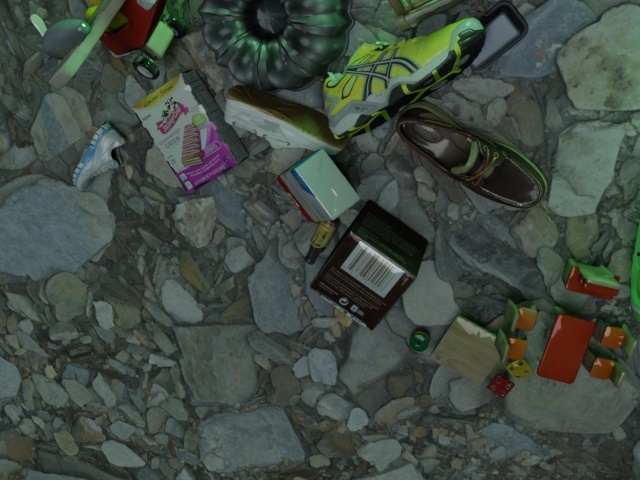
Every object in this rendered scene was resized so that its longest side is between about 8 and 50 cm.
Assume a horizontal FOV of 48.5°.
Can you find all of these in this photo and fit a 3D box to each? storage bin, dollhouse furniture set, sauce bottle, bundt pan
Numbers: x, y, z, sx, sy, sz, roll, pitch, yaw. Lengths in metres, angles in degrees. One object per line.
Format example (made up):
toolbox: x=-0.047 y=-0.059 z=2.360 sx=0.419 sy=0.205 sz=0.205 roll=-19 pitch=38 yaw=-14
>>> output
storage bin: x=0.321 y=-0.391 z=1.358 sx=0.135 sy=0.091 sz=0.098 roll=-37 pitch=98 yaw=25
dollhouse furniture set: x=0.530 y=0.180 z=1.485 sx=0.262 sy=0.135 sz=0.259 roll=13 pitch=108 yaw=1
sauce bottle: x=0.000 y=0.000 z=1.637 sx=0.042 sy=0.042 sz=0.128 roll=28 pitch=115 yaw=4
bundt pan: x=-0.103 y=-0.452 z=1.438 sx=0.331 sy=0.124 sz=0.330 roll=6 pitch=114 yaw=14

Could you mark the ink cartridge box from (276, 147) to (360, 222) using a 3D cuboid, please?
ink cartridge box: x=-0.012 y=-0.113 z=1.532 sx=0.078 sy=0.231 sz=0.134 roll=-39 pitch=99 yaw=-10

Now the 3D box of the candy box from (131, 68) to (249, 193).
candy box: x=-0.293 y=-0.245 z=1.605 sx=0.159 sy=0.071 sz=0.233 roll=-28 pitch=101 yaw=25

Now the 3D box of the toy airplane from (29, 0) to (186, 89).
toy airplane: x=-0.384 y=-0.495 z=1.355 sx=0.272 sy=0.386 sz=0.384 roll=30 pitch=116 yaw=-11

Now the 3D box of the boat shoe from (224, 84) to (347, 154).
boat shoe: x=-0.078 y=-0.242 z=1.538 sx=0.277 sy=0.098 sz=0.096 roll=25 pitch=129 yaw=4

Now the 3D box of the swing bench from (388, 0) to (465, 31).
swing bench: x=0.218 y=-0.510 z=1.245 sx=0.253 sy=0.165 sz=0.254 roll=-21 pitch=137 yaw=23

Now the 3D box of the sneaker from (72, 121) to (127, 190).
sneaker: x=-0.525 y=-0.184 z=1.700 sx=0.083 sy=0.071 sz=0.190 roll=34 pitch=117 yaw=-6

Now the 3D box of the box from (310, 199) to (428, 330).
box: x=0.109 y=0.050 z=1.537 sx=0.168 sy=0.203 sz=0.167 roll=35 pitch=117 yaw=0

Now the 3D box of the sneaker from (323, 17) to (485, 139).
sneaker: x=0.137 y=-0.329 z=1.366 sx=0.385 sy=0.145 sz=0.147 roll=-25 pitch=86 yaw=40

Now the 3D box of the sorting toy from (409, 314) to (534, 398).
sorting toy: x=0.351 y=0.250 z=1.636 sx=0.275 sy=0.046 sz=0.132 roll=29 pitch=116 yaw=3

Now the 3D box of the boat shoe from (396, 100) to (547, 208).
boat shoe: x=0.302 y=-0.160 z=1.439 sx=0.342 sy=0.123 sz=0.123 roll=34 pitch=117 yaw=0

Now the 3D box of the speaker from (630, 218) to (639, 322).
speaker: x=0.694 y=0.023 z=1.401 sx=0.131 sy=0.131 sz=0.296 roll=5 pitch=113 yaw=14
